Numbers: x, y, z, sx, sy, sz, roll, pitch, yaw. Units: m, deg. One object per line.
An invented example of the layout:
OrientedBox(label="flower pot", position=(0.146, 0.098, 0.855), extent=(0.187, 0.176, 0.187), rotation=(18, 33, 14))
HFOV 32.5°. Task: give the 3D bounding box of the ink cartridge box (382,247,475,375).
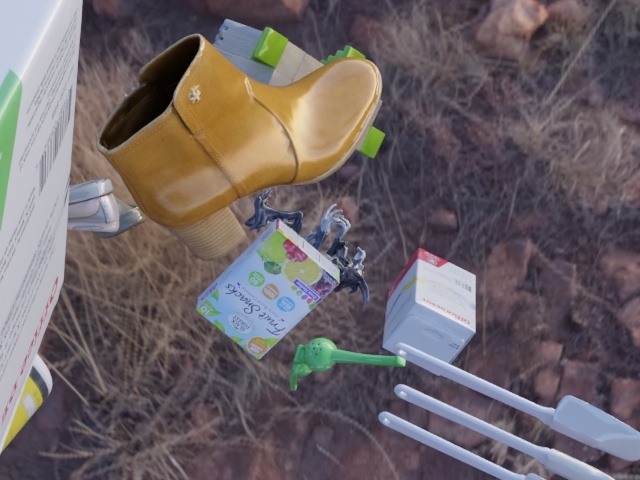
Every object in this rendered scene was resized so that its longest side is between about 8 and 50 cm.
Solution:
OrientedBox(label="ink cartridge box", position=(0.201, 0.130, 2.020), extent=(0.128, 0.127, 0.176), rotation=(27, 32, -9))

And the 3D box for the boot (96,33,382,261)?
OrientedBox(label="boot", position=(-0.068, -0.132, 1.074), extent=(0.104, 0.211, 0.295), rotation=(33, 73, 37))

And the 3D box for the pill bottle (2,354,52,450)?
OrientedBox(label="pill bottle", position=(-0.305, 0.152, 0.862), extent=(0.103, 0.103, 0.184), rotation=(27, 58, 15))

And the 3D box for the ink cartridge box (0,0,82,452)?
OrientedBox(label="ink cartridge box", position=(-0.220, 0.003, 0.595), extent=(0.121, 0.289, 0.211), rotation=(15, 49, -4))

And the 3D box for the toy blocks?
OrientedBox(label="toy blocks", position=(-0.084, -0.273, 1.849), extent=(0.261, 0.381, 0.191), rotation=(27, 93, 36))

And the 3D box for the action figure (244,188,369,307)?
OrientedBox(label="action figure", position=(0.000, 0.000, 2.036), extent=(0.275, 0.164, 0.141), rotation=(35, 81, 4))

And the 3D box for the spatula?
OrientedBox(label="spatula", position=(0.171, 0.179, 1.035), extent=(0.242, 0.168, 0.019), rotation=(24, 52, 17))

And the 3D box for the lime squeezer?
OrientedBox(label="lime squeezer", position=(0.001, 0.200, 1.825), extent=(0.110, 0.310, 0.059), rotation=(11, 69, -34))

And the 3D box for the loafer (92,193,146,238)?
OrientedBox(label="loafer", position=(-0.277, -0.037, 1.403), extent=(0.056, 0.050, 0.148), rotation=(-30, 22, -36))

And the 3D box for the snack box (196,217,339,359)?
OrientedBox(label="snack box", position=(-0.060, 0.057, 1.273), extent=(0.100, 0.037, 0.141), rotation=(41, 108, -16))

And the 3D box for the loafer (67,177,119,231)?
OrientedBox(label="loafer", position=(-0.203, -0.012, 0.790), extent=(0.125, 0.045, 0.039), rotation=(-13, 102, 19))
